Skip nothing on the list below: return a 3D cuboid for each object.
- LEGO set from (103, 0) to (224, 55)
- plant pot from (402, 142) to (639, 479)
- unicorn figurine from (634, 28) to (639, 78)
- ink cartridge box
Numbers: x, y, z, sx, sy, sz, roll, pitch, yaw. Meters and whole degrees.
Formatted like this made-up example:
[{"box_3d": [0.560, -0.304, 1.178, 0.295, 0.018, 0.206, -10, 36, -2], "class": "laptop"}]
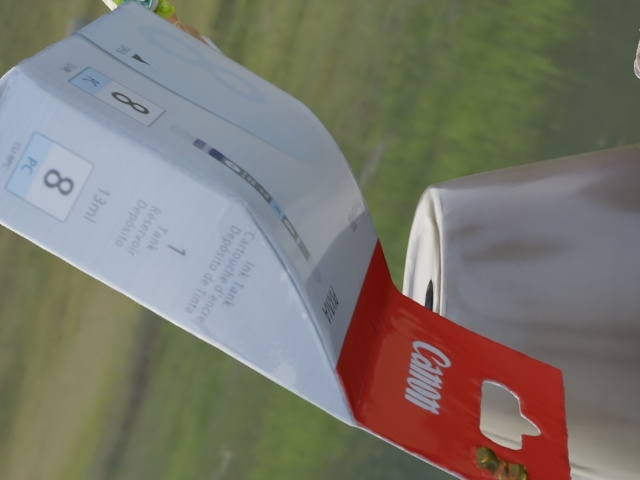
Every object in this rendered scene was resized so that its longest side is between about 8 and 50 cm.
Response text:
[{"box_3d": [-0.160, -0.265, 1.614, 0.107, 0.132, 0.287, 79, -176, -66], "class": "LEGO set"}, {"box_3d": [0.217, 0.055, 1.524, 0.323, 0.280, 0.323, -175, 90, -83], "class": "plant pot"}, {"box_3d": [0.333, -0.147, 1.685, 0.111, 0.060, 0.162, -66, 27, 9], "class": "unicorn figurine"}, {"box_3d": [0.000, 0.000, 1.146, 0.091, 0.385, 0.308, -61, 1, 14], "class": "ink cartridge box"}]
